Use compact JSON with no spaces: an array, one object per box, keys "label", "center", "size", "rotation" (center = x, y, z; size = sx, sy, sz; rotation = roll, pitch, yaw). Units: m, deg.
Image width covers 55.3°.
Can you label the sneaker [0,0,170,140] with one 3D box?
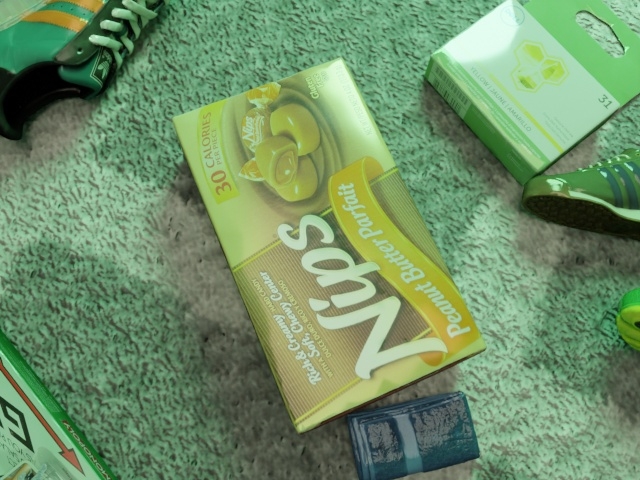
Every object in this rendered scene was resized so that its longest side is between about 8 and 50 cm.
[{"label":"sneaker","center":[-0.236,-0.218,0.638],"size":[0.302,0.108,0.121],"rotation":[-37,80,-2]}]

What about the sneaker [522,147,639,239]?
[{"label":"sneaker","center":[0.305,-0.056,0.633],"size":[0.192,0.064,0.086],"rotation":[12,70,0]}]

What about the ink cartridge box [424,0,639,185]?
[{"label":"ink cartridge box","center":[0.257,-0.195,0.670],"size":[0.235,0.056,0.171],"rotation":[-37,79,-8]}]

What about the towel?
[{"label":"towel","center":[0.088,0.185,0.577],"size":[0.119,0.029,0.067],"rotation":[-11,77,-5]}]

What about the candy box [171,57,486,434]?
[{"label":"candy box","center":[0.000,0.000,0.591],"size":[0.182,0.087,0.317],"rotation":[-22,77,-8]}]

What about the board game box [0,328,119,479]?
[{"label":"board game box","center":[-0.355,0.190,0.554],"size":[0.213,0.046,0.317],"rotation":[-41,81,-12]}]

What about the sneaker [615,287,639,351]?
[{"label":"sneaker","center":[0.415,0.042,0.597],"size":[0.295,0.109,0.124],"rotation":[-9,65,-9]}]
